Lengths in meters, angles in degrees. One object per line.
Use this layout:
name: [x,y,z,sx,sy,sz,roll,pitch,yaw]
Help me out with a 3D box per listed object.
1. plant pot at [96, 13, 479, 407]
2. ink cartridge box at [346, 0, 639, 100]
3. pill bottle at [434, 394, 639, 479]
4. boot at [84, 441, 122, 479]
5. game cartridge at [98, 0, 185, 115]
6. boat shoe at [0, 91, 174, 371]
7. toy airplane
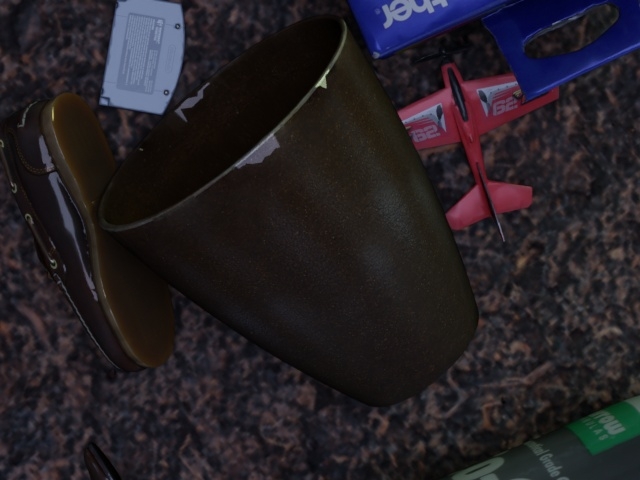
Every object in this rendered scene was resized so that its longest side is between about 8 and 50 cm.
plant pot: [0.000,0.000,1.307,0.215,0.215,0.230,-41,110,-3]
ink cartridge box: [0.104,-0.300,1.295,0.270,0.151,0.395,-24,97,9]
pill bottle: [0.192,0.232,1.321,0.361,0.204,0.204,-23,94,-6]
boot: [-0.189,0.215,1.365,0.114,0.037,0.106,-25,92,0]
game cartridge: [-0.127,-0.135,1.366,0.056,0.017,0.083,10,91,-3]
boat shoe: [-0.169,-0.001,1.345,0.073,0.073,0.207,-19,91,32]
toy airplane: [0.113,-0.072,1.388,0.151,0.028,0.151,0,93,-5]
